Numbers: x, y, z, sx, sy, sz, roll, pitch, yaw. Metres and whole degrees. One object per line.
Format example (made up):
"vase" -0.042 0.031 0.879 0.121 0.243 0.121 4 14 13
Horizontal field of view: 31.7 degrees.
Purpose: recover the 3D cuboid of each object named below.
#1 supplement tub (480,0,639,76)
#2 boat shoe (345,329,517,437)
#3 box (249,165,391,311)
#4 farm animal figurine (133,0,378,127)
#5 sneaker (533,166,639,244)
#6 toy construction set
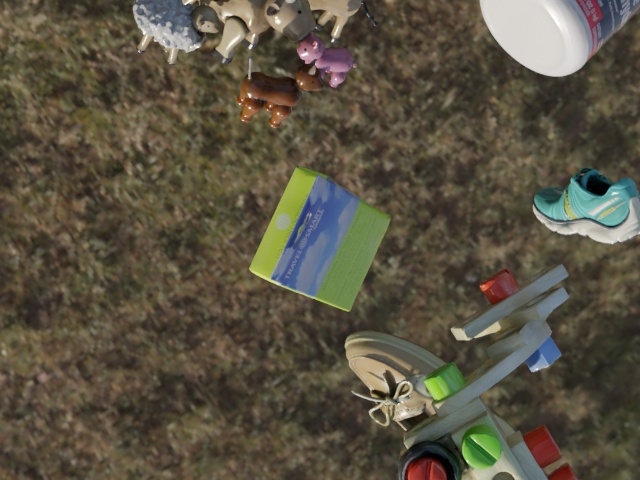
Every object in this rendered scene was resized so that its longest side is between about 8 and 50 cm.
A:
"supplement tub" 0.383 -0.388 1.642 0.272 0.191 0.191 -44 148 -17
"boat shoe" 0.139 0.219 1.437 0.104 0.285 0.089 -30 -154 55
"box" 0.000 0.000 1.073 0.178 0.042 0.109 26 88 -62
"farm animal figurine" -0.077 -0.349 1.679 0.172 0.327 0.330 -55 -172 43
"sneaker" 0.450 -0.070 1.884 0.107 0.275 0.110 -20 103 -19
"toy construction set" 0.188 0.181 0.882 0.215 0.327 0.151 -32 166 8
